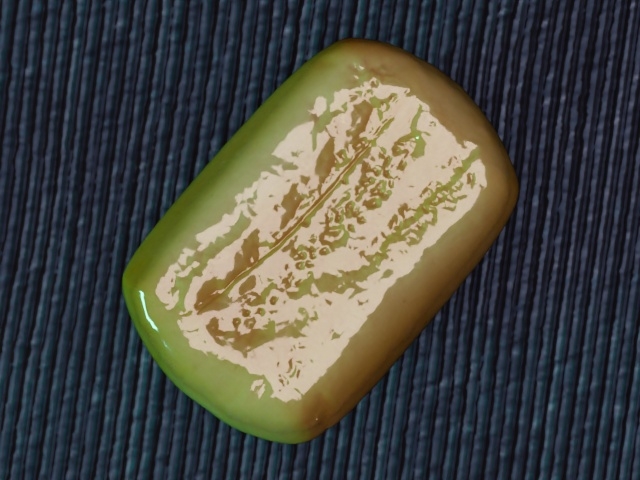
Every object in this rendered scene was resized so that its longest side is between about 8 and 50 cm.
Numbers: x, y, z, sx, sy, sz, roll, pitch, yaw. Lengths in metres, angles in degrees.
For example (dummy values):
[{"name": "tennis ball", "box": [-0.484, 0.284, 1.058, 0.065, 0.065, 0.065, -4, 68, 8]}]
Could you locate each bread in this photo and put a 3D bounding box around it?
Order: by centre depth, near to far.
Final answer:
[{"name": "bread", "box": [0.000, 0.000, 0.873, 0.147, 0.098, 0.217, 45, 86, -3]}]
